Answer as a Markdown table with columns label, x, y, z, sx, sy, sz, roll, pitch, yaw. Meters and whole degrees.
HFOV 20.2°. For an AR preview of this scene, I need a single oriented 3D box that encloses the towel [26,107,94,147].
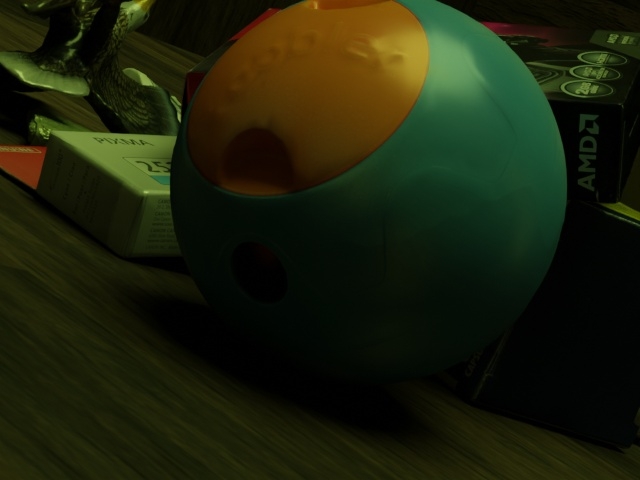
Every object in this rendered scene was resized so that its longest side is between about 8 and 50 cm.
| label | x | y | z | sx | sy | sz | roll | pitch | yaw |
| --- | --- | --- | --- | --- | --- | --- | --- | --- | --- |
| towel | -0.248 | -0.098 | 1.824 | 0.110 | 0.027 | 0.148 | 23 | 6 | -14 |

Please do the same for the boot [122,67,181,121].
| label | x | y | z | sx | sy | sz | roll | pitch | yaw |
| --- | --- | --- | --- | --- | --- | --- | --- | --- | --- |
| boot | -0.195 | -0.147 | 2.225 | 0.086 | 0.069 | 0.190 | 28 | 12 | -37 |

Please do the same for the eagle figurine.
| label | x | y | z | sx | sy | sz | roll | pitch | yaw |
| --- | --- | --- | --- | --- | --- | --- | --- | --- | --- |
| eagle figurine | -0.253 | -0.192 | 1.959 | 0.225 | 0.298 | 0.226 | -12 | 58 | -16 |

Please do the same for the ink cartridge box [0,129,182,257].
| label | x | y | z | sx | sy | sz | roll | pitch | yaw |
| --- | --- | --- | --- | --- | --- | --- | --- | --- | --- |
| ink cartridge box | -0.128 | -0.062 | 1.612 | 0.296 | 0.066 | 0.261 | 0 | 23 | -45 |

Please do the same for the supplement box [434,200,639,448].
| label | x | y | z | sx | sy | sz | roll | pitch | yaw |
| --- | --- | --- | --- | --- | --- | --- | --- | --- | --- |
| supplement box | 0.156 | 0.017 | 1.662 | 0.195 | 0.194 | 0.356 | 19 | 9 | -33 |

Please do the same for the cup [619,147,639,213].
| label | x | y | z | sx | sy | sz | roll | pitch | yaw |
| --- | --- | --- | --- | --- | --- | --- | --- | --- | --- |
| cup | 0.345 | 0.033 | 1.890 | 0.237 | 0.331 | 0.331 | 52 | -5 | -25 |

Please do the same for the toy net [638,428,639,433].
| label | x | y | z | sx | sy | sz | roll | pitch | yaw |
| --- | --- | --- | --- | --- | --- | --- | --- | --- | --- |
| toy net | 0.347 | 0.148 | 1.713 | 0.232 | 0.045 | 0.122 | 25 | 44 | -42 |

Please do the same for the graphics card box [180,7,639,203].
| label | x | y | z | sx | sy | sz | roll | pitch | yaw |
| --- | --- | --- | --- | --- | --- | --- | --- | --- | --- |
| graphics card box | 0.091 | -0.122 | 1.549 | 0.371 | 0.094 | 0.233 | 7 | 22 | 15 |

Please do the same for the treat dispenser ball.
| label | x | y | z | sx | sy | sz | roll | pitch | yaw |
| --- | --- | --- | --- | --- | --- | --- | --- | --- | --- |
| treat dispenser ball | 0.035 | -0.038 | 1.309 | 0.288 | 0.288 | 0.288 | 24 | 8 | -3 |

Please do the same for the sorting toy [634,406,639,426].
| label | x | y | z | sx | sy | sz | roll | pitch | yaw |
| --- | --- | --- | --- | --- | --- | --- | --- | --- | --- |
| sorting toy | 0.384 | 0.225 | 1.343 | 0.257 | 0.089 | 0.255 | 30 | 9 | 41 |
